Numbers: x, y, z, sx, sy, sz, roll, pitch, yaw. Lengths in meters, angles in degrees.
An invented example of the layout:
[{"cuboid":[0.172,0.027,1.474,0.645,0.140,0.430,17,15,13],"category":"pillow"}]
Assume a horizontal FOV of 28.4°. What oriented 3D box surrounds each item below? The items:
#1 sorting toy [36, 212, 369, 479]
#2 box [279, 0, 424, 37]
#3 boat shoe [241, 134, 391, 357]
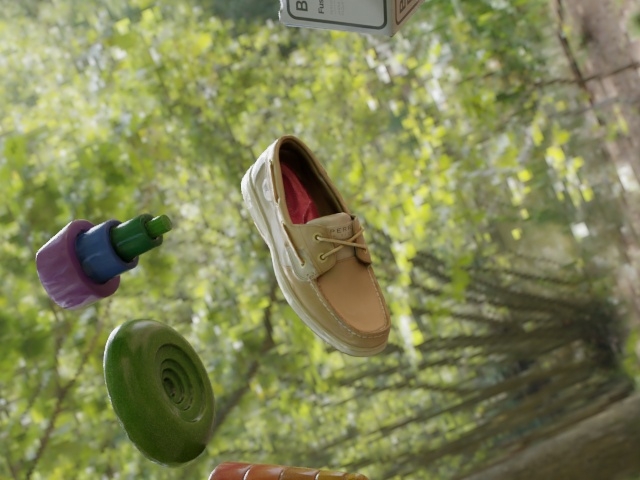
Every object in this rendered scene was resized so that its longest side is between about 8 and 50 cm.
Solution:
[{"cuboid":[-0.075,0.123,1.015,0.365,0.126,0.127,58,-156,-18],"category":"sorting toy"},{"cuboid":[0.063,-0.284,0.926,0.290,0.087,0.169,-51,-34,-49],"category":"box"},{"cuboid":[0.000,0.000,0.865,0.170,0.063,0.059,58,141,24],"category":"boat shoe"}]
